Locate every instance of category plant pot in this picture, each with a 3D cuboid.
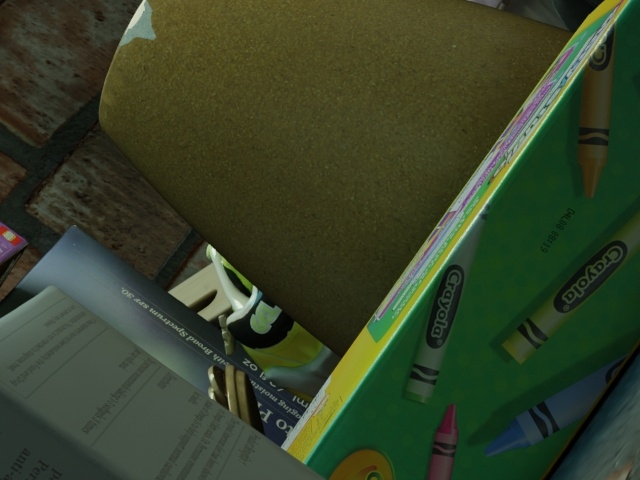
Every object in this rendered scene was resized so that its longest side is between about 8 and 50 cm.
[{"bbox_3d":[0.012,-0.057,0.902,0.237,0.254,0.237,-60,-7,-13],"label":"plant pot"}]

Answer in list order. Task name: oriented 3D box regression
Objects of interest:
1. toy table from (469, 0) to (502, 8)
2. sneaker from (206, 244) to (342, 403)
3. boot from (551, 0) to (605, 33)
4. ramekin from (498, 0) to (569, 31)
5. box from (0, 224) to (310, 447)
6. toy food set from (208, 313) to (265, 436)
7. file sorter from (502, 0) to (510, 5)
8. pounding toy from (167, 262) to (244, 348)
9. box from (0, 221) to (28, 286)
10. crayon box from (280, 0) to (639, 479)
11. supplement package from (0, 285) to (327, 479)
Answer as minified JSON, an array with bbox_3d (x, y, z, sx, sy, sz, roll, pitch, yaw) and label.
[{"bbox_3d":[0.022,-0.172,1.367,0.274,0.161,0.252,-52,7,30],"label":"toy table"},{"bbox_3d":[0.000,0.000,1.137,0.145,0.147,0.385,-53,19,11],"label":"sneaker"},{"bbox_3d":[0.291,-0.308,1.050,0.367,0.146,0.445,-53,-3,20],"label":"boot"},{"bbox_3d":[0.165,-0.139,1.551,0.273,0.127,0.273,-55,1,1],"label":"ramekin"},{"bbox_3d":[-0.171,0.195,1.215,0.183,0.296,0.294,-54,2,39],"label":"box"},{"bbox_3d":[-0.059,0.148,1.094,0.038,0.192,0.132,-12,-2,1],"label":"toy food set"},{"bbox_3d":[0.154,-0.371,1.300,0.193,0.173,0.278,-62,-2,-22],"label":"file sorter"},{"bbox_3d":[-0.051,0.123,1.382,0.181,0.206,0.094,-32,30,35],"label":"pounding toy"},{"bbox_3d":[-0.337,0.124,1.138,0.293,0.057,0.201,-55,1,17],"label":"box"},{"bbox_3d":[0.083,0.023,0.669,0.278,0.081,0.165,-55,1,0],"label":"crayon box"},{"bbox_3d":[-0.038,0.110,0.411,0.105,0.179,0.105,-54,0,8],"label":"supplement package"}]
